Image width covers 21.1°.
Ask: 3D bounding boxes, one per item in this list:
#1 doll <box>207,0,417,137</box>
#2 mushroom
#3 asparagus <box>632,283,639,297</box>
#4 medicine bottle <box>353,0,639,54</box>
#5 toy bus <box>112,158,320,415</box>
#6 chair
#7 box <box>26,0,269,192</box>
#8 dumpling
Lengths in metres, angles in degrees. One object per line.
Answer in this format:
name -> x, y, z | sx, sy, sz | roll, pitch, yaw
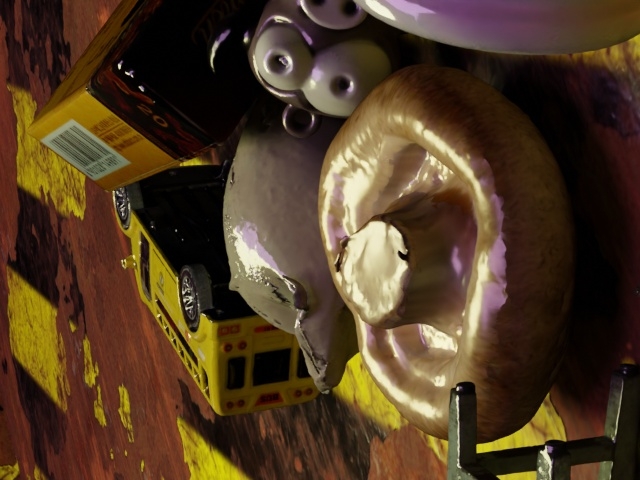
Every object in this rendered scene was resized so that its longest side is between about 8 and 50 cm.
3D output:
doll -> 0.023, -0.198, 1.319 | 0.117, 0.182, 0.257 | -82, 11, -79
mushroom -> 0.087, 0.009, 1.222 | 0.278, 0.146, 0.278 | 30, 124, 56
asparagus -> 0.225, 0.042, 1.061 | 0.014, 0.015, 0.114 | 54, 173, -23
medicine bottle -> 0.120, -0.285, 0.973 | 0.202, 0.202, 0.316 | -126, 35, -53
toy bus -> -0.109, 0.037, 1.759 | 0.331, 0.145, 0.151 | -130, 37, -55
chair -> 0.167, 0.228, 1.092 | 0.136, 0.147, 0.271 | -147, 55, -63
box -> -0.116, -0.193, 1.567 | 0.264, 0.115, 0.415 | -55, 13, -14
dumpling -> 0.013, -0.008, 1.452 | 0.204, 0.163, 0.293 | 45, -148, -52
